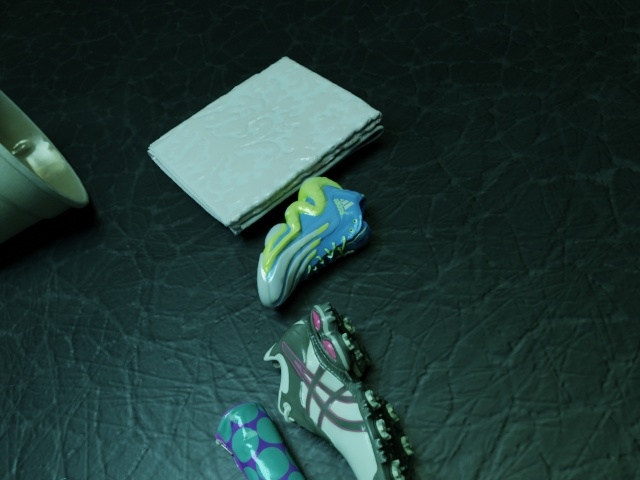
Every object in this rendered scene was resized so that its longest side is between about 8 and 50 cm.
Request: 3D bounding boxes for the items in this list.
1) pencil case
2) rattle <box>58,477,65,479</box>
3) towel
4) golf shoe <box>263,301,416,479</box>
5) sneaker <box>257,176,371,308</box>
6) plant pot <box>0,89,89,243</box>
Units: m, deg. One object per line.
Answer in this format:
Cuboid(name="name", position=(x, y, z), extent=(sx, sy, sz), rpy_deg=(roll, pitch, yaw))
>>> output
Cuboid(name="pencil case", position=(-0.064, 0.264, 0.655), extent=(0.070, 0.064, 0.151), rpy_deg=(-22, 49, -24))
Cuboid(name="rattle", position=(-0.410, 0.325, 0.650), extent=(0.200, 0.142, 0.130), rpy_deg=(-21, 33, 4))
Cuboid(name="towel", position=(-0.104, -0.182, 1.004), extent=(0.332, 0.053, 0.317), rpy_deg=(-37, 50, -15))
Cuboid(name="golf shoe", position=(0.022, 0.206, 0.673), extent=(0.120, 0.105, 0.272), rpy_deg=(-34, 45, 7))
Cuboid(name="sneaker", position=(0.000, 0.000, 0.827), extent=(0.126, 0.091, 0.240), rpy_deg=(10, 55, 19))
Cuboid(name="plant pot", position=(-0.619, -0.091, 0.926), extent=(0.306, 0.333, 0.334), rpy_deg=(-39, 54, -4))
